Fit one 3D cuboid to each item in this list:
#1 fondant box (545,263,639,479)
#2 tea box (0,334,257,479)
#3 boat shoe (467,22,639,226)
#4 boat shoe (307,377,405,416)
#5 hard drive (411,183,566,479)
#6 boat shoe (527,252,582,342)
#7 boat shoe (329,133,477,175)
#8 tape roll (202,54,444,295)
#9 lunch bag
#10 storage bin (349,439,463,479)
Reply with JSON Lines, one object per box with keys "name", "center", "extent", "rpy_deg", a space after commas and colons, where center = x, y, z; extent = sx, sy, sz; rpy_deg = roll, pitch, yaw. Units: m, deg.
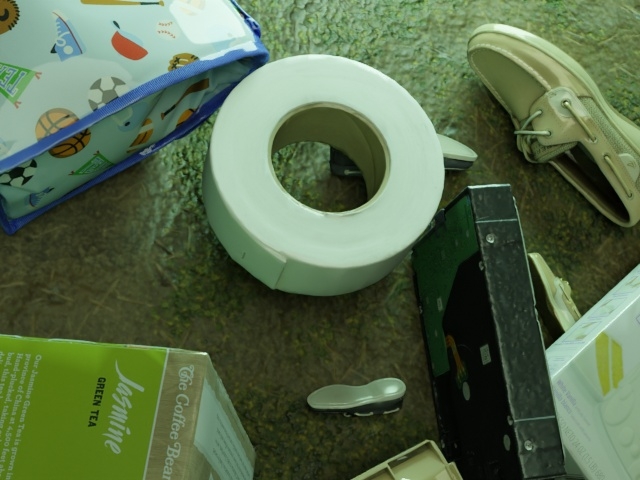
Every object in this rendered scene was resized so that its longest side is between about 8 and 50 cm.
{"name": "fondant box", "center": [0.422, 0.193, 1.436], "extent": [0.330, 0.096, 0.238], "rpy_deg": [-38, 95, -22]}
{"name": "tea box", "center": [-0.248, 0.249, 1.068], "extent": [0.324, 0.329, 0.219], "rpy_deg": [5, 64, 7]}
{"name": "boat shoe", "center": [0.325, -0.158, 1.522], "extent": [0.341, 0.121, 0.110], "rpy_deg": [39, 68, -1]}
{"name": "boat shoe", "center": [0.045, 0.201, 1.389], "extent": [0.125, 0.038, 0.046], "rpy_deg": [-9, 33, -17]}
{"name": "hard drive", "center": [0.192, 0.127, 1.342], "extent": [0.064, 0.237, 0.338], "rpy_deg": [-5, 74, -16]}
{"name": "boat shoe", "center": [0.311, 0.075, 1.489], "extent": [0.045, 0.050, 0.135], "rpy_deg": [-25, 91, -23]}
{"name": "boat shoe", "center": [0.108, -0.110, 1.499], "extent": [0.206, 0.075, 0.065], "rpy_deg": [5, 115, -18]}
{"name": "tape roll", "center": [0.001, -0.078, 1.351], "extent": [0.286, 0.100, 0.286], "rpy_deg": [5, 67, -11]}
{"name": "lunch bag", "center": [-0.299, -0.247, 1.339], "extent": [0.385, 0.239, 0.327], "rpy_deg": [-34, 82, -13]}
{"name": "storage bin", "center": [0.071, 0.404, 1.290], "extent": [0.262, 0.123, 0.260], "rpy_deg": [-24, 80, -19]}
